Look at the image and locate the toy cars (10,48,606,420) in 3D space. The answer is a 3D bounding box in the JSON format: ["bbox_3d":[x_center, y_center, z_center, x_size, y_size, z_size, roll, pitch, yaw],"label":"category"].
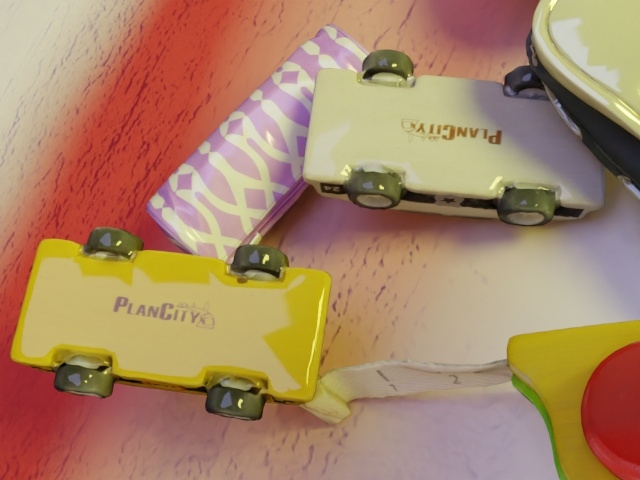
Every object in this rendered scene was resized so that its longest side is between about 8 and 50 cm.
[{"bbox_3d":[0.000,0.000,0.531,0.393,0.087,0.176,-33,72,-6],"label":"toy cars"}]

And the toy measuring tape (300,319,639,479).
[{"bbox_3d":[0.121,0.111,0.427,0.330,0.121,0.121,-12,62,32],"label":"toy measuring tape"}]

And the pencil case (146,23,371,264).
[{"bbox_3d":[-0.033,-0.061,0.597,0.206,0.086,0.088,-47,59,0],"label":"pencil case"}]

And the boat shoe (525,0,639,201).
[{"bbox_3d":[0.212,-0.041,0.448,0.254,0.079,0.095,43,91,15],"label":"boat shoe"}]
